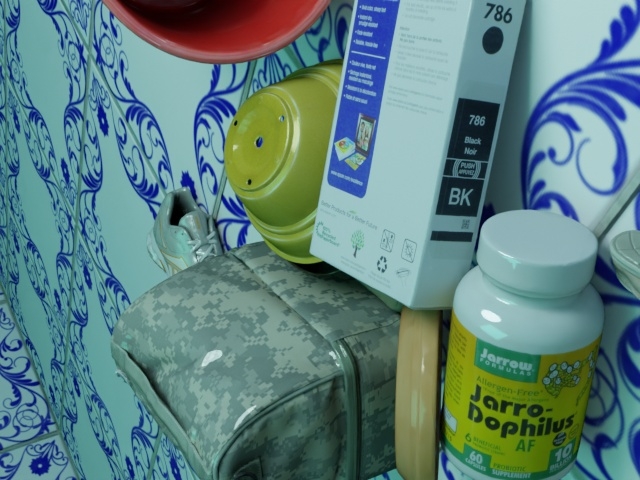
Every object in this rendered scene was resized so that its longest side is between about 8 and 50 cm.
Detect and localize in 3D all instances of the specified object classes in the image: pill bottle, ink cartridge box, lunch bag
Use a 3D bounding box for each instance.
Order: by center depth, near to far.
[{"bbox_3d":[0.161,0.086,0.759,0.117,0.118,0.208,40,136,47],"label":"pill bottle"},{"bbox_3d":[0.081,-0.123,0.803,0.165,0.065,0.332,29,114,54],"label":"ink cartridge box"},{"bbox_3d":[-0.069,0.149,1.064,0.305,0.256,0.212,40,137,47],"label":"lunch bag"}]

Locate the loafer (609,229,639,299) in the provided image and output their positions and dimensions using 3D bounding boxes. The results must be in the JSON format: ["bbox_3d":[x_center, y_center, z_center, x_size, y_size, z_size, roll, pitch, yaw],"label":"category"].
[{"bbox_3d":[0.250,0.041,0.663,0.125,0.045,0.039,54,163,45],"label":"loafer"}]

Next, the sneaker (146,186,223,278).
[{"bbox_3d":[-0.179,0.028,1.380,0.262,0.099,0.121,51,140,35],"label":"sneaker"}]

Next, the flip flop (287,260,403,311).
[{"bbox_3d":[0.000,0.000,1.029,0.277,0.080,0.112,40,154,42],"label":"flip flop"}]

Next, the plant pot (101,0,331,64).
[{"bbox_3d":[-0.135,-0.325,0.967,0.243,0.275,0.274,-147,47,-65],"label":"plant pot"}]

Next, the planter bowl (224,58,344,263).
[{"bbox_3d":[-0.033,-0.090,0.957,0.217,0.090,0.217,-12,72,43],"label":"planter bowl"}]

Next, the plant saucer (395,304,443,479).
[{"bbox_3d":[0.091,0.135,0.872,0.200,0.037,0.199,1,-90,-81],"label":"plant saucer"}]
